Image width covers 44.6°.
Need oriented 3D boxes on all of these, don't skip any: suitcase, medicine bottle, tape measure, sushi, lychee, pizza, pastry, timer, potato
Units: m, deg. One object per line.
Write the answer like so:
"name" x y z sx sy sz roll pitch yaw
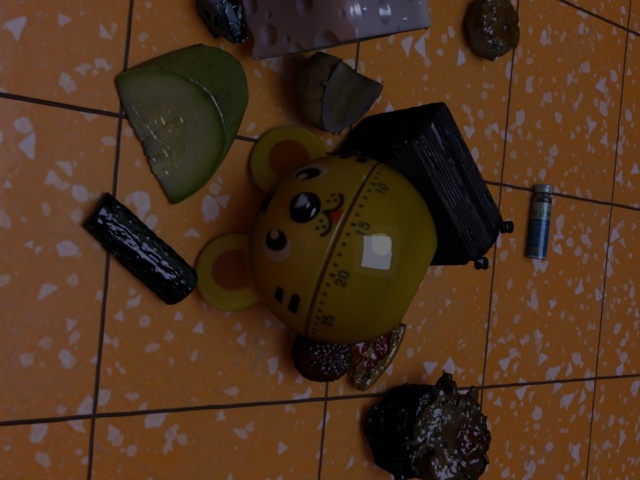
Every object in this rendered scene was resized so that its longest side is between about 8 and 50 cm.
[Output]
"suitcase" 0.211 -0.104 1.590 0.152 0.229 0.335 -49 120 -34
"medicine bottle" 0.558 -0.046 1.984 0.051 0.051 0.191 5 90 -39
"tape measure" -0.172 -0.394 1.354 0.054 0.091 0.094 -45 137 -19
"sushi" 0.241 0.412 1.659 0.225 0.218 0.239 -9 100 -42
"lychee" 0.002 0.220 1.510 0.123 0.129 0.123 -25 140 -23
"pizza" 0.096 0.202 1.628 0.199 0.062 0.188 47 63 -30
"pastry" 0.400 -0.495 1.805 0.153 0.081 0.154 5 81 -34
"timer" 0.000 0.000 1.392 0.386 0.376 0.376 24 74 7
"potato" 0.020 -0.283 1.509 0.243 0.098 0.138 5 111 -64

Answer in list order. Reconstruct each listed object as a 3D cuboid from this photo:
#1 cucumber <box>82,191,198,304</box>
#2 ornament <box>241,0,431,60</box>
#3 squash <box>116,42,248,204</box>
"cucumber" -0.295 0.016 1.300 0.211 0.062 0.078 49 65 -30
"ornament" 0.019 -0.463 1.375 0.239 0.239 0.240 -26 110 -48
"squash" -0.218 -0.222 1.374 0.203 0.155 0.237 -20 112 3
